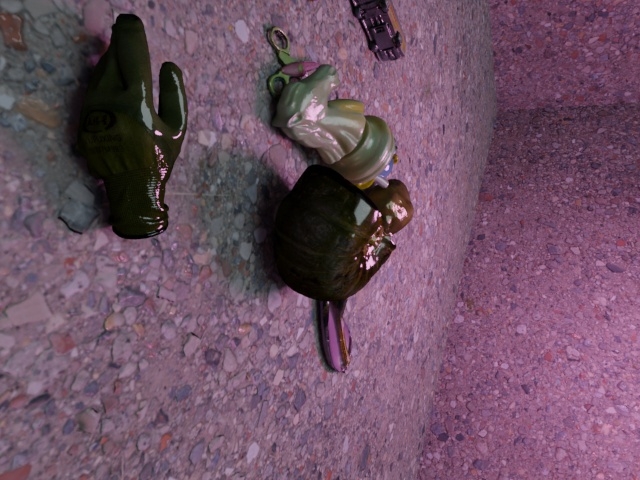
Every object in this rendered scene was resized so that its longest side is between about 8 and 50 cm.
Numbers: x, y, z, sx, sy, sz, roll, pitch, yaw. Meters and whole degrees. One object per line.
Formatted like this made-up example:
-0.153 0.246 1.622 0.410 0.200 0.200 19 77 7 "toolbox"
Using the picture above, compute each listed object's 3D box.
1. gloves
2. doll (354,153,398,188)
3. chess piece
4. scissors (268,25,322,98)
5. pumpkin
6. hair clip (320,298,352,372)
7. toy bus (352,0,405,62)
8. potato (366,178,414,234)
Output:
-0.232 -0.134 0.522 0.107 0.135 0.268 -133 -138 -73 "gloves"
0.134 -0.205 1.161 0.241 0.099 0.135 -40 134 -53 "doll"
0.027 -0.257 0.927 0.298 0.176 0.175 28 70 -48 "chess piece"
-0.049 -0.360 0.891 0.187 0.020 0.133 -16 112 -56 "scissors"
0.000 0.000 0.894 0.232 0.242 0.325 -47 147 -5 "pumpkin"
0.046 0.226 1.126 0.110 0.096 0.358 -103 -171 -59 "hair clip"
0.164 -0.608 1.154 0.268 0.092 0.106 38 53 -56 "toy bus"
0.197 -0.094 1.257 0.154 0.137 0.200 60 37 -8 "potato"
